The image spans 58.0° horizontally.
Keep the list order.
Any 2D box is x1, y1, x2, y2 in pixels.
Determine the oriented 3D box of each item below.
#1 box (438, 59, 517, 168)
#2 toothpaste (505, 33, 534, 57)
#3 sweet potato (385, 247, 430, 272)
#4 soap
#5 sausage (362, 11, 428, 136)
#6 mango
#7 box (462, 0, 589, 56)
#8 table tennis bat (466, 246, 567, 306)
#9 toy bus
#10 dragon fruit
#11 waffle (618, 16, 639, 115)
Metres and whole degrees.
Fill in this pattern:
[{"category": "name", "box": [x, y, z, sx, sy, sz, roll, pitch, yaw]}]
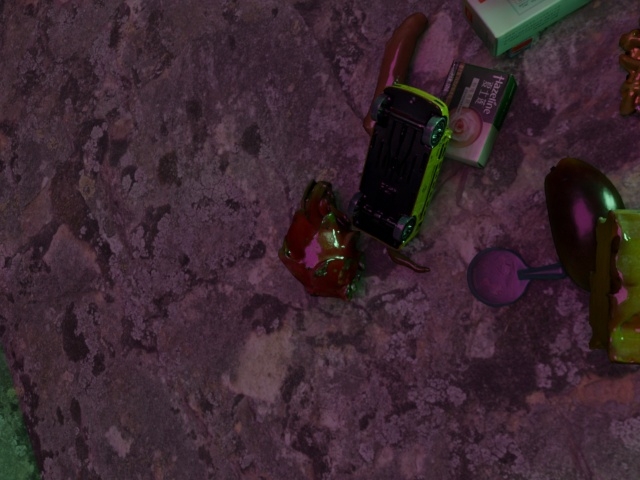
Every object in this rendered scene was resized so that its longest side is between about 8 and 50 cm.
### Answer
[{"category": "box", "box": [0.318, -0.269, 1.237, 0.135, 0.081, 0.199, 23, 98, 28]}, {"category": "toothpaste", "box": [0.390, -0.490, 1.236, 0.070, 0.044, 0.193, -28, 72, 7]}, {"category": "sweet potato", "box": [0.193, 0.050, 1.303, 0.115, 0.026, 0.026, 30, 99, 24]}, {"category": "soap", "box": [0.613, 0.076, 0.969, 0.281, 0.143, 0.259, 2, 91, 10]}, {"category": "sausage", "box": [0.170, -0.381, 1.328, 0.078, 0.078, 0.304, 20, 95, 28]}, {"category": "mango", "box": [0.508, -0.031, 1.096, 0.133, 0.111, 0.267, -12, 87, 6]}, {"category": "box", "box": [0.434, -0.499, 1.161, 0.269, 0.079, 0.135, -31, 71, 5]}, {"category": "table tennis bat", "box": [0.400, 0.071, 1.187, 0.201, 0.033, 0.124, -9, 83, 32]}, {"category": "toy bus", "box": [0.173, -0.157, 1.198, 0.145, 0.151, 0.331, 31, 127, 26]}, {"category": "dragon fruit", "box": [0.022, 0.002, 1.327, 0.200, 0.198, 0.269, 22, 73, -3]}, {"category": "waffle", "box": [0.704, -0.328, 1.032, 0.329, 0.062, 0.329, -5, 81, 34]}]
